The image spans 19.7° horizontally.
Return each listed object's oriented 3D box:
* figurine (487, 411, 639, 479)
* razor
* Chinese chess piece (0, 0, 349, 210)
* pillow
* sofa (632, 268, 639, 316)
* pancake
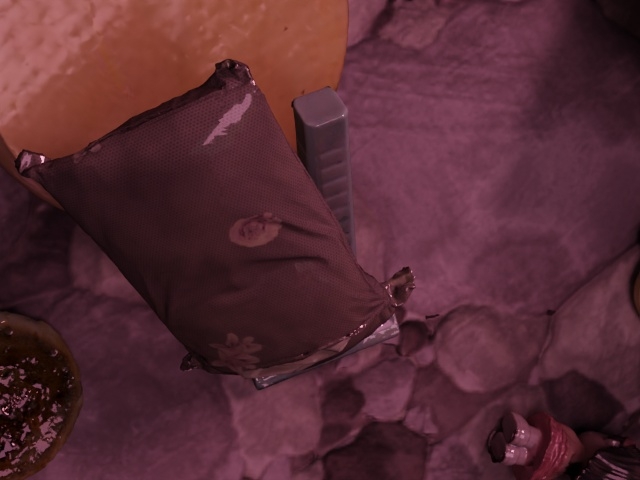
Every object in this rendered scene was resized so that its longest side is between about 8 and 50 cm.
[{"bbox_3d":[0.188,0.172,1.384,0.129,0.054,0.072,18,110,-25],"label":"figurine"},{"bbox_3d":[0.004,0.007,1.175,0.111,0.056,0.278,-21,149,-13],"label":"razor"},{"bbox_3d":[-0.106,-0.133,1.120,0.250,0.097,0.251,-8,113,-20],"label":"Chinese chess piece"},{"bbox_3d":[-0.057,0.008,1.093,0.169,0.059,0.255,-17,139,18],"label":"pillow"},{"bbox_3d":[0.367,0.081,1.339,0.182,0.200,0.258,-47,121,-2],"label":"sofa"},{"bbox_3d":[-0.214,0.103,1.212,0.116,0.022,0.129,-38,124,-4],"label":"pancake"}]
